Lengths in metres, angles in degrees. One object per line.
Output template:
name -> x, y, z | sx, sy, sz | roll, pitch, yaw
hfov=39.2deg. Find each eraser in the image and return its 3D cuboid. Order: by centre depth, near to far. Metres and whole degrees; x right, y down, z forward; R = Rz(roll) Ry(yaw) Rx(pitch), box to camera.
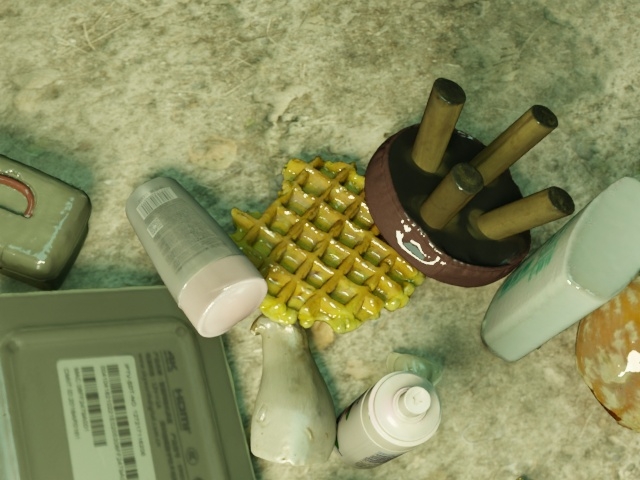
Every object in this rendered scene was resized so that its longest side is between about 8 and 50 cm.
eraser -> 0.334, 0.050, 1.223 | 0.104, 0.290, 0.189 | 41, 66, 7

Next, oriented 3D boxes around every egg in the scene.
egg -> 0.451, 0.155, 1.252 | 0.195, 0.195, 0.233 | -27, 101, -18

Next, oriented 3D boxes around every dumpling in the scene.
dumpling -> 0.130, 0.190, 1.270 | 0.077, 0.043, 0.059 | 20, 90, -5

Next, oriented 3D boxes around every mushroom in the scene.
mushroom -> -0.036, 0.196, 1.209 | 0.116, 0.093, 0.225 | 9, 65, -18

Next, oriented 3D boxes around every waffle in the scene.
waffle -> 0.008, -0.003, 1.283 | 0.300, 0.058, 0.281 | -24, 67, -29

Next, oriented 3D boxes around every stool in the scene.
stool -> 0.215, -0.086, 1.277 | 0.272, 0.178, 0.272 | 14, 54, -20

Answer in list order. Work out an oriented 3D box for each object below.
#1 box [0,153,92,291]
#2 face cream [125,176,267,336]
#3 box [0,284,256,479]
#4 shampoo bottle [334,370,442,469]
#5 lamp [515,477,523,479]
box -> -0.420, -0.029, 1.206 | 0.210, 0.129, 0.148 | 23, 68, 0
face cream -> -0.174, 0.014, 1.194 | 0.107, 0.073, 0.269 | -39, 47, -5
box -> -0.256, 0.236, 1.080 | 0.373, 0.090, 0.367 | -2, 69, -40
shampoo bottle -> 0.081, 0.222, 1.107 | 0.092, 0.303, 0.092 | 3, 70, -7
lamp -> 0.295, 0.375, 1.237 | 0.083, 0.031, 0.063 | 32, 70, -1
